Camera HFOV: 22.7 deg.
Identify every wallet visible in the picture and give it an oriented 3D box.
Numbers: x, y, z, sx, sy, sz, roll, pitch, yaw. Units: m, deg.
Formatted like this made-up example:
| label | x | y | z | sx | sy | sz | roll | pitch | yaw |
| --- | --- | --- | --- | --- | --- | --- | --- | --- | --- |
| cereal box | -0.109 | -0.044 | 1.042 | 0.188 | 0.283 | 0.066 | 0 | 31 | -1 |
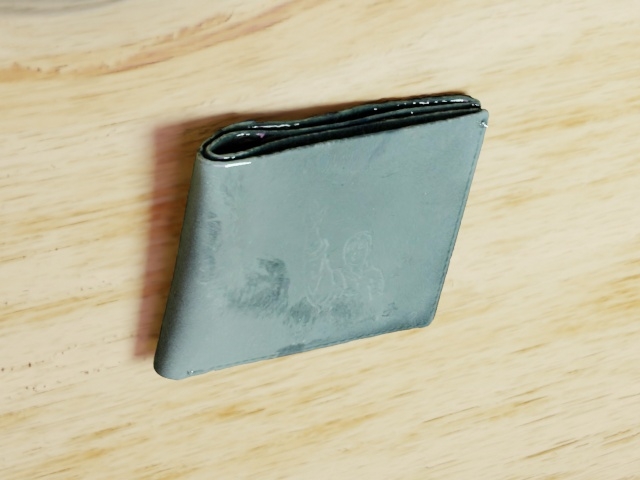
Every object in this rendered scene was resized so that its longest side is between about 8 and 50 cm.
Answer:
| label | x | y | z | sx | sy | sz | roll | pitch | yaw |
| --- | --- | --- | --- | --- | --- | --- | --- | --- | --- |
| wallet | -0.001 | -0.001 | 1.391 | 0.290 | 0.054 | 0.251 | -10 | 133 | -31 |
